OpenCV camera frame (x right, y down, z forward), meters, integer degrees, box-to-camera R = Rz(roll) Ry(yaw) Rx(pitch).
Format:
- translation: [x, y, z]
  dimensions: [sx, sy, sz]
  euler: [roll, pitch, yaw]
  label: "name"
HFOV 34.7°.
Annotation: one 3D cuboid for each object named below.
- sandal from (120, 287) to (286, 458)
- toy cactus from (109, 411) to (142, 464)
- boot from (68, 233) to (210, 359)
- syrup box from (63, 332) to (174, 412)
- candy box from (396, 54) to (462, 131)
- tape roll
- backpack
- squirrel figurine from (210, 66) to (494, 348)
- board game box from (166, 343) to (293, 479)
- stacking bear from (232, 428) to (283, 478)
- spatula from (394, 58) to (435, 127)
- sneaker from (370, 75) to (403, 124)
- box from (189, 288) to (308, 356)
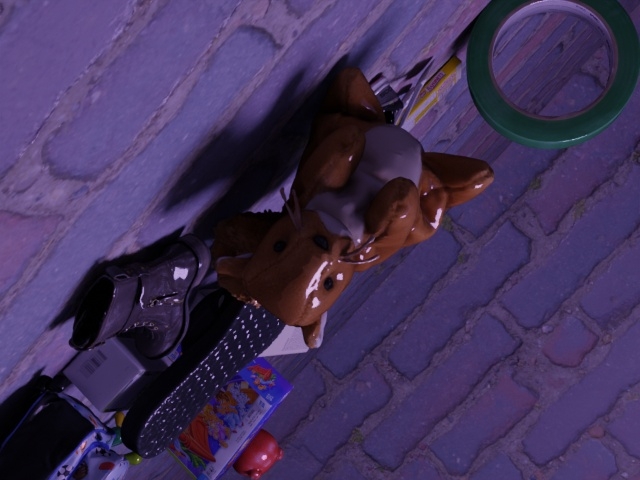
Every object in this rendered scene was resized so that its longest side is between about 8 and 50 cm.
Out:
- translation: [-0.185, 0.165, 1.714]
  dimensions: [0.446, 0.107, 0.167]
  euler: [-44, 151, -32]
  label: "sandal"
- translation: [-0.444, 0.428, 2.075]
  dimensions: [0.219, 0.112, 0.180]
  euler: [-45, 151, 6]
  label: "toy cactus"
- translation: [-0.282, 0.107, 1.501]
  dimensions: [0.229, 0.091, 0.263]
  euler: [-31, 151, -53]
  label: "boot"
- translation: [-0.322, 0.217, 1.698]
  dimensions: [0.093, 0.096, 0.237]
  euler: [-46, 170, 1]
  label: "syrup box"
- translation: [0.208, -0.279, 2.073]
  dimensions: [0.206, 0.027, 0.105]
  euler: [-46, 167, -2]
  label: "candy box"
- translation: [0.438, -0.336, 1.946]
  dimensions: [0.321, 0.321, 0.077]
  euler: [-46, 170, 2]
  label: "tape roll"
- translation: [-0.423, 0.363, 1.605]
  dimensions: [0.276, 0.213, 0.263]
  euler: [-48, 180, -7]
  label: "backpack"
- translation: [0.000, 0.000, 1.542]
  dimensions: [0.397, 0.281, 0.370]
  euler: [-40, -167, 51]
  label: "squirrel figurine"
- translation: [-0.229, 0.327, 2.093]
  dimensions: [0.078, 0.233, 0.347]
  euler: [-35, 164, -47]
  label: "board game box"
- translation: [-0.213, 0.407, 2.292]
  dimensions: [0.175, 0.289, 0.164]
  euler: [-33, 163, -49]
  label: "stacking bear"
- translation: [0.140, -0.220, 1.879]
  dimensions: [0.168, 0.019, 0.242]
  euler: [-47, -169, 40]
  label: "spatula"
- translation: [0.085, -0.199, 1.768]
  dimensions: [0.063, 0.075, 0.170]
  euler: [-32, 163, -53]
  label: "sneaker"
- translation: [-0.125, 0.156, 1.956]
  dimensions: [0.275, 0.094, 0.113]
  euler: [3, 119, -48]
  label: "box"
